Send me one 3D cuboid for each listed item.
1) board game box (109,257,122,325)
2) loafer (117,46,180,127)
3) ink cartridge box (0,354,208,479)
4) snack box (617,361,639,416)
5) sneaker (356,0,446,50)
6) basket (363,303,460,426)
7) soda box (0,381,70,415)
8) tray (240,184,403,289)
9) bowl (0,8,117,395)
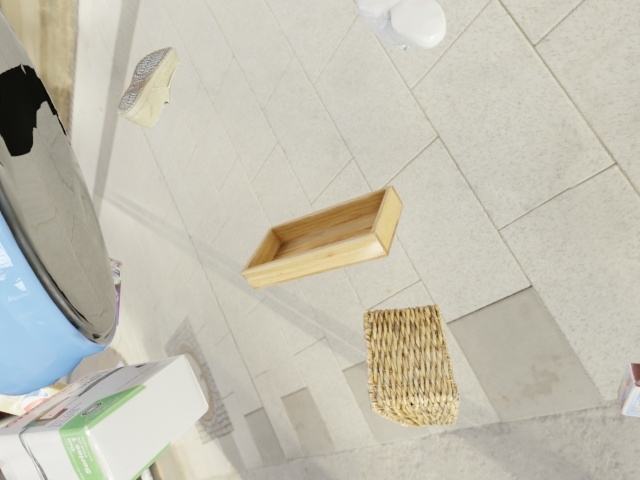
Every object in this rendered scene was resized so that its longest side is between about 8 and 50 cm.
[{"bbox_3d":[-0.652,0.082,1.058,0.056,0.347,0.208,-29,52,23],"label":"board game box"},{"bbox_3d":[-0.443,-0.404,1.154,0.102,0.268,0.092,3,150,25],"label":"loafer"},{"bbox_3d":[-0.289,0.240,0.573,0.220,0.160,0.092,-17,98,28],"label":"ink cartridge box"},{"bbox_3d":[0.316,0.113,0.300,0.179,0.022,0.064,-2,143,24],"label":"snack box"},{"bbox_3d":[0.147,-0.365,0.754,0.212,0.080,0.094,54,180,41],"label":"sneaker"},{"bbox_3d":[0.241,0.352,1.206,0.213,0.223,0.298,75,-170,-49],"label":"basket"},{"bbox_3d":[-0.546,0.275,0.791,0.058,0.182,0.061,-4,61,65],"label":"soda box"},{"bbox_3d":[0.000,0.000,1.125,0.411,0.202,0.076,-18,120,34],"label":"tray"},{"bbox_3d":[-0.293,-0.057,0.413,0.391,0.077,0.390,162,90,-74],"label":"bowl"}]
